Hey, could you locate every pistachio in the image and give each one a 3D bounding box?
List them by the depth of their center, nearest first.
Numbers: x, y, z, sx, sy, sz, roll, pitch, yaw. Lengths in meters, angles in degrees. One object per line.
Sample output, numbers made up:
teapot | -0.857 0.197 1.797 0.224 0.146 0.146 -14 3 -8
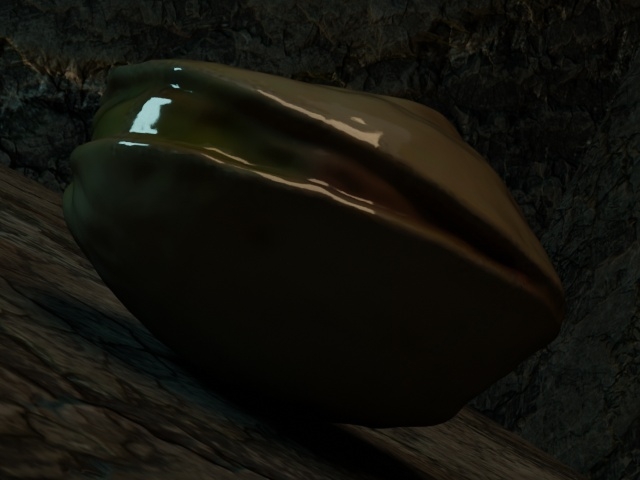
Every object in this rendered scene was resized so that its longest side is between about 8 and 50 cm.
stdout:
pistachio | 0.000 0.000 0.918 0.445 0.281 0.365 29 -17 -32
